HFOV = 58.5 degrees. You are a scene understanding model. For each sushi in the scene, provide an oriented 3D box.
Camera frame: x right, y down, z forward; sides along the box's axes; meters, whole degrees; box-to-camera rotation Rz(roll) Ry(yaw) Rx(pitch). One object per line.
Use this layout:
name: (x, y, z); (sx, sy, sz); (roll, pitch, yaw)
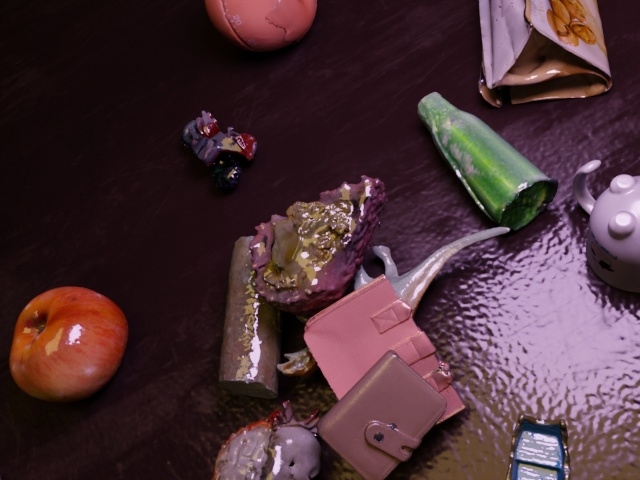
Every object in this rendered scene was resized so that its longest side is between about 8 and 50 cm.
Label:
sushi: (-0.089, 0.382, 0.777); (0.130, 0.124, 0.332); (-2, 63, 34)
sushi: (0.002, 0.018, 0.850); (0.241, 0.107, 0.161); (-21, 64, 17)

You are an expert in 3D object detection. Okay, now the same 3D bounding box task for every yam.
yam: (-0.109, 0.123, 0.941); (0.106, 0.106, 0.259); (-8, 60, 19)

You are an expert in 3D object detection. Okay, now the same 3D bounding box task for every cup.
cup: (0.433, -0.035, 0.780); (0.134, 0.142, 0.173); (-11, 59, 17)

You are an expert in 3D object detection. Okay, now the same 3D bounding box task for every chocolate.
chocolate: (0.254, -0.146, 0.946); (0.110, 0.110, 0.291); (-33, 53, 3)

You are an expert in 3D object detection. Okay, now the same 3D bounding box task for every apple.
apple: (-0.446, 0.183, 1.009); (0.210, 0.164, 0.209); (-12, 57, 19)

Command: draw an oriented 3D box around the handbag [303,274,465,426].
handbag: (0.087, 0.173, 0.803); (0.157, 0.059, 0.212); (-32, 89, 1)

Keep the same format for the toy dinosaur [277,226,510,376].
toy dinosaur: (0.103, 0.072, 0.889); (0.393, 0.092, 0.205); (-19, 56, 8)

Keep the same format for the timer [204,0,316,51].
timer: (-0.126, -0.525, 1.231); (0.215, 0.229, 0.229); (8, 66, 29)

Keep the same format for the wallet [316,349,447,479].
wallet: (0.082, 0.235, 0.755); (0.118, 0.039, 0.152); (42, 90, 3)

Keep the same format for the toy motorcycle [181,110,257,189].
toy motorcycle: (-0.207, -0.199, 1.171); (0.122, 0.082, 0.213); (-41, 57, -2)

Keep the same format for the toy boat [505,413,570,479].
toy boat: (0.263, 0.308, 0.698); (0.075, 0.077, 0.185); (5, 65, 24)

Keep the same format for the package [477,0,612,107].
package: (0.373, -0.395, 1.022); (0.165, 0.221, 0.311); (-34, 45, 52)
